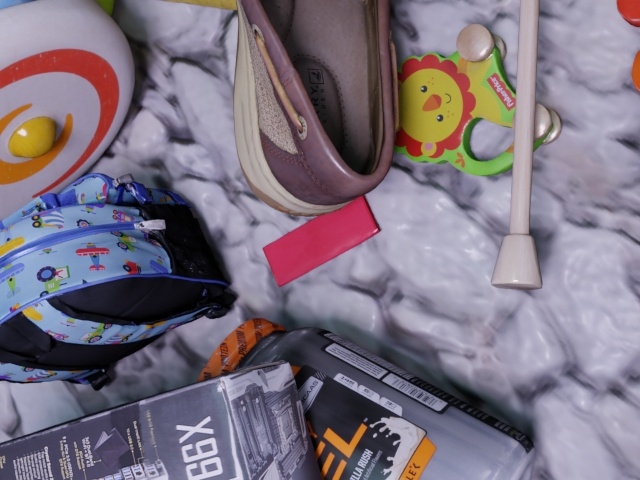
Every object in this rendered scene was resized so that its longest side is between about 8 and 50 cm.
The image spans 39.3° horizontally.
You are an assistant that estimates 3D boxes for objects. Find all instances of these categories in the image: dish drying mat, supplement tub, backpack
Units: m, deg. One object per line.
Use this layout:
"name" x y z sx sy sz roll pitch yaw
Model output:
"dish drying mat" 0.000 0.000 0.616 0.083 0.008 0.032 -29 75 20
"supplement tub" 0.020 0.127 0.538 0.190 0.117 0.117 25 96 23
"backpack" -0.169 0.028 0.596 0.158 0.173 0.116 -30 75 19

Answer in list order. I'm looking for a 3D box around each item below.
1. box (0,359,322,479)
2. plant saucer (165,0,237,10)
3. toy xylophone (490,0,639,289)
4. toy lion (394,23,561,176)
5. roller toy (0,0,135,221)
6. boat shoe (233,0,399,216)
"box" -0.093 0.243 0.482 0.243 0.076 0.307 -21 79 24
"plant saucer" -0.153 -0.360 0.669 0.333 0.081 0.332 14 91 24
"toy xylophone" 0.210 -0.067 0.457 0.236 0.081 0.322 3 79 47
"toy lion" 0.088 -0.081 0.573 0.096 0.034 0.100 -39 73 23
"roller toy" -0.236 -0.109 0.624 0.209 0.191 0.146 -48 71 13
"boat shoe" -0.007 -0.188 0.546 0.123 0.123 0.341 -3 87 -19
